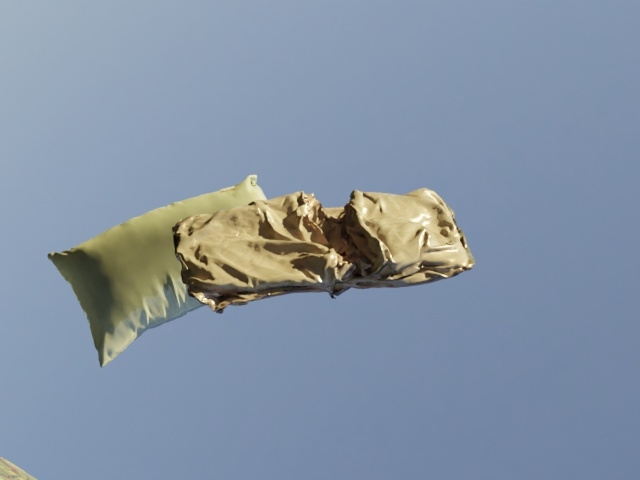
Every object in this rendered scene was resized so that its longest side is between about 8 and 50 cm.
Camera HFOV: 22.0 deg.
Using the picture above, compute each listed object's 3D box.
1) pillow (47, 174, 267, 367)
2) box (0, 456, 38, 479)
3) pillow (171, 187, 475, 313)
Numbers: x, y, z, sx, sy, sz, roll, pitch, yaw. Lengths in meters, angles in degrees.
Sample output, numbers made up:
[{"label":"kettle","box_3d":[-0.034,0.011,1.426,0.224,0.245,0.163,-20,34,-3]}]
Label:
[{"label":"pillow","box_3d":[-0.156,0.031,1.800,0.254,0.144,0.078,-22,166,-8]},{"label":"box","box_3d":[-0.468,0.235,1.902,0.043,0.311,0.173,-61,171,0]},{"label":"pillow","box_3d":[0.000,0.000,1.406,0.248,0.049,0.135,-8,-145,-5]}]
